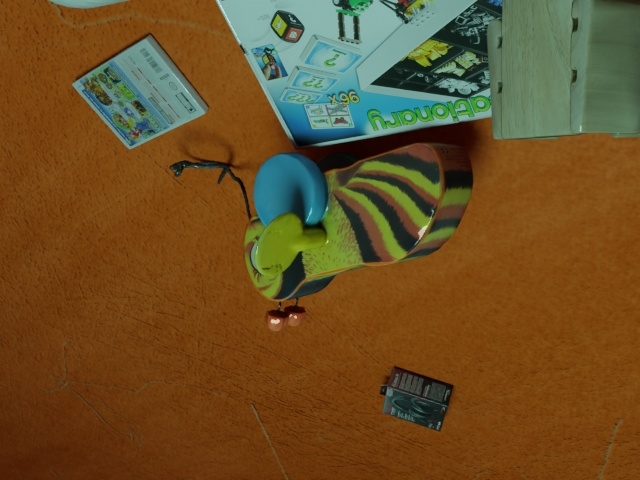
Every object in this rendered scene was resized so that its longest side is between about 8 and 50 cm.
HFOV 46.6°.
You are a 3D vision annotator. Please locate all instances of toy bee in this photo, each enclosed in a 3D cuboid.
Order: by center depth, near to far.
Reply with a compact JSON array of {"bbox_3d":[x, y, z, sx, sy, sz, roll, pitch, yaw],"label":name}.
[{"bbox_3d":[0.000,0.000,0.667,0.298,0.195,0.162,5,100,59],"label":"toy bee"}]

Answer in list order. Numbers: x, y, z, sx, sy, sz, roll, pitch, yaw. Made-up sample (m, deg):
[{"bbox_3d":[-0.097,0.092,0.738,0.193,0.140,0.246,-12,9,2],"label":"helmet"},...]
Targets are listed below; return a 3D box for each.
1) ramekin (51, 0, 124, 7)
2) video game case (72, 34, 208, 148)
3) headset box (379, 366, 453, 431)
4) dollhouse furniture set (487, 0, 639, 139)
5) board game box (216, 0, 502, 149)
[{"bbox_3d":[-0.154,-0.251,0.477,0.207,0.109,0.207,27,136,29],"label":"ramekin"},{"bbox_3d":[-0.177,-0.141,0.724,0.122,0.011,0.087,-15,125,38],"label":"video game case"},{"bbox_3d":[0.113,0.191,0.900,0.083,0.032,0.062,16,138,10],"label":"headset box"},{"bbox_3d":[0.293,-0.157,0.372,0.286,0.303,0.198,9,102,62],"label":"dollhouse furniture set"},{"bbox_3d":[0.074,-0.174,0.524,0.305,0.053,0.193,-5,130,32],"label":"board game box"}]
